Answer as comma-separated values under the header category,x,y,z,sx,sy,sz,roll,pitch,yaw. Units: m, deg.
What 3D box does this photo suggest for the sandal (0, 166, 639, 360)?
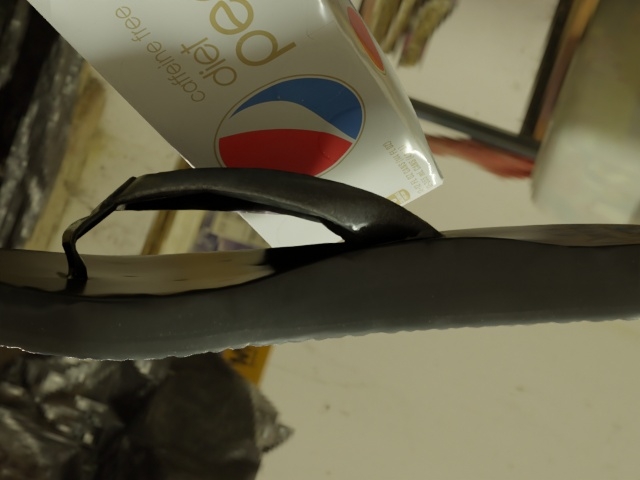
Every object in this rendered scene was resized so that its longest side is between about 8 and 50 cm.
category,x,y,z,sx,sy,sz,roll,pitch,yaw
sandal,0.000,0.000,0.390,0.097,0.254,0.055,-153,-119,-76

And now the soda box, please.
category,x,y,z,sx,sy,sz,roll,pitch,yaw
soda box,-0.034,-0.078,0.389,0.216,0.074,0.069,47,18,-52
